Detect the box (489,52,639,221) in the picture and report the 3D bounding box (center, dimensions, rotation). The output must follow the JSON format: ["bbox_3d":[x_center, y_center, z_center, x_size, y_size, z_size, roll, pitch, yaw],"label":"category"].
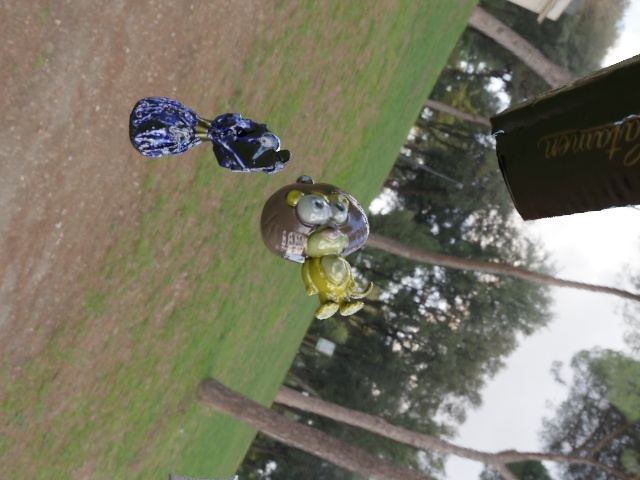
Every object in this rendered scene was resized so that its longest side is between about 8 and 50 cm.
[{"bbox_3d":[0.390,-0.147,0.550,0.416,0.115,0.264,-23,-173,-24],"label":"box"}]

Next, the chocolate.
[{"bbox_3d":[-0.211,-0.210,1.226,0.148,0.344,0.126,-53,149,-46],"label":"chocolate"}]

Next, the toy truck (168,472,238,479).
[{"bbox_3d":[-0.159,0.267,0.451,0.286,0.111,0.136,-14,118,-71],"label":"toy truck"}]

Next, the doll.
[{"bbox_3d":[0.009,0.000,0.763,0.145,0.188,0.096,-28,161,-33],"label":"doll"}]
